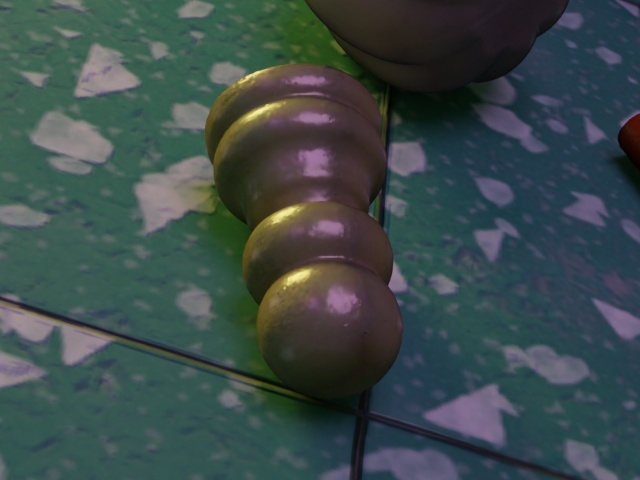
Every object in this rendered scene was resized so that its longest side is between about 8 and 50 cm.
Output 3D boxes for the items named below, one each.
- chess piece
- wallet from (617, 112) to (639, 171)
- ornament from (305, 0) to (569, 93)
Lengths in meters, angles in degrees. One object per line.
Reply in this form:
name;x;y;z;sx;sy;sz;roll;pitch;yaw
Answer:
chess piece;0.000;0.000;0.798;0.094;0.094;0.170;6;45;-22
wallet;0.290;-0.007;0.994;0.142;0.045;0.204;-5;47;-33
ornament;0.066;-0.183;0.979;0.177;0.177;0.177;15;39;-13
